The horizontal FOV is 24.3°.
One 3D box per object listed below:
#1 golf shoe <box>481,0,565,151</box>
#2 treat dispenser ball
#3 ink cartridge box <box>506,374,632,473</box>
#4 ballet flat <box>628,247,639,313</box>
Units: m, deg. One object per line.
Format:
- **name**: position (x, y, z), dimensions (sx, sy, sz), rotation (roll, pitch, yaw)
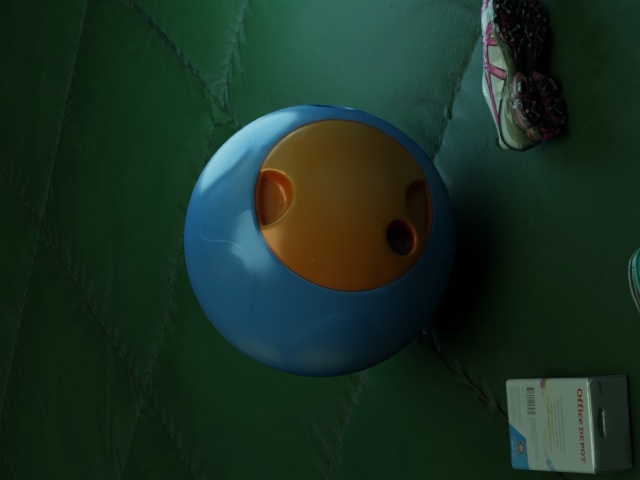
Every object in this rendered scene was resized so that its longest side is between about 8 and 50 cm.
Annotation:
- **golf shoe**: position (0.184, -0.180, 1.484), dimensions (0.086, 0.067, 0.186), rotation (-24, 70, 57)
- **treat dispenser ball**: position (0.000, 0.000, 1.573), dimensions (0.288, 0.288, 0.288), rotation (1, 91, 58)
- **ink cartridge box**: position (0.237, 0.174, 1.419), dimensions (0.122, 0.052, 0.089), rotation (-9, 83, 59)
- **ballet flat**: position (0.325, 0.091, 1.267), dimensions (0.068, 0.072, 0.213), rotation (78, 167, -47)
